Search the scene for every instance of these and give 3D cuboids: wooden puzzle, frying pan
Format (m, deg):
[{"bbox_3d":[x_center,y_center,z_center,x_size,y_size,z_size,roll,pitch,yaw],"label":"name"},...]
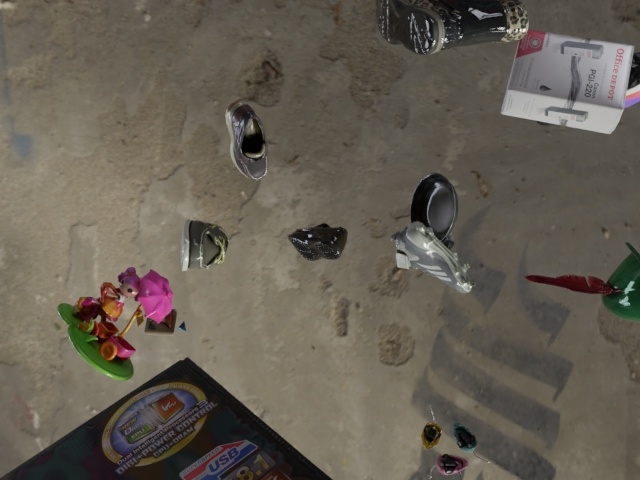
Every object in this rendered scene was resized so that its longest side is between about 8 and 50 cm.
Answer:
[{"bbox_3d":[-0.371,0.187,1.516,0.116,0.079,0.014,-1,137,-12],"label":"wooden puzzle"},{"bbox_3d":[0.330,-0.045,1.712,0.326,0.053,0.197,59,137,47],"label":"frying pan"}]

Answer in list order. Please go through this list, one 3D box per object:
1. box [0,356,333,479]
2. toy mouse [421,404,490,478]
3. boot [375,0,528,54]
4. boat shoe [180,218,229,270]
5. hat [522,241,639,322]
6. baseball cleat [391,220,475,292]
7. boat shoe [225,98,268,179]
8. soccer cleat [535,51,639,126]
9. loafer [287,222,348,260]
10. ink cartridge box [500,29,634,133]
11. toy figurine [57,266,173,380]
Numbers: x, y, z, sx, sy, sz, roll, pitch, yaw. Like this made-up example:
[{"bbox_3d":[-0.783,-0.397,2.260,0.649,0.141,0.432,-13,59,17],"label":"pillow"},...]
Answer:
[{"bbox_3d":[-0.138,0.209,0.412,0.216,0.270,0.060,25,138,48],"label":"box"},{"bbox_3d":[0.269,0.425,1.317,0.143,0.161,0.031,17,132,11],"label":"toy mouse"},{"bbox_3d":[0.201,-0.361,1.053,0.178,0.236,0.085,-10,124,-14],"label":"boot"},{"bbox_3d":[-0.253,0.010,1.446,0.091,0.305,0.109,7,94,-6],"label":"boat shoe"},{"bbox_3d":[0.497,0.118,1.120,0.183,0.208,0.173,-38,112,19],"label":"hat"},{"bbox_3d":[0.226,0.044,1.357,0.109,0.072,0.206,-29,114,31],"label":"baseball cleat"},{"bbox_3d":[-0.196,-0.263,1.839,0.102,0.285,0.092,-27,54,-17],"label":"boat shoe"},{"bbox_3d":[0.655,-0.334,1.540,0.318,0.116,0.109,-21,60,53],"label":"soccer cleat"},{"bbox_3d":[0.000,0.000,1.583,0.220,0.078,0.080,9,141,56],"label":"loafer"},{"bbox_3d":[0.485,-0.314,1.288,0.217,0.092,0.159,14,70,12],"label":"ink cartridge box"},{"bbox_3d":[-0.314,0.107,1.054,0.159,0.130,0.173,-47,71,2],"label":"toy figurine"}]
